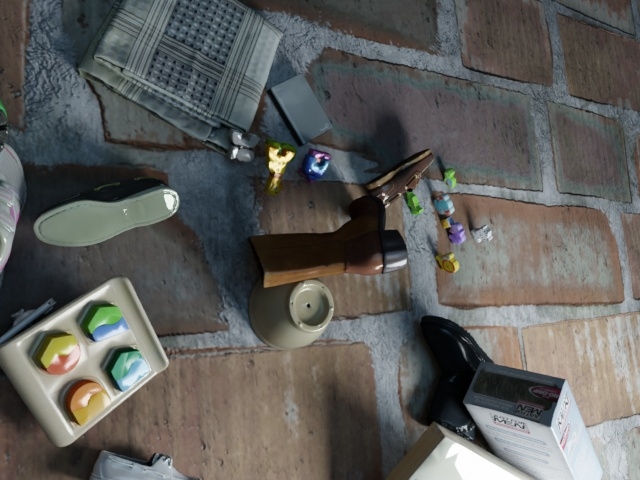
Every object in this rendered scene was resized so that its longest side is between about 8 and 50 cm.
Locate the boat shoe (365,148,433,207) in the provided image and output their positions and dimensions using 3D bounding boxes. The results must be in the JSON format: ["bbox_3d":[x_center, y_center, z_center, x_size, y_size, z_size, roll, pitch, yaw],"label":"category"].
[{"bbox_3d":[0.191,-0.142,1.265,0.207,0.073,0.073,-34,101,-25],"label":"boat shoe"}]

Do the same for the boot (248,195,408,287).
[{"bbox_3d":[0.000,0.000,1.087,0.280,0.264,0.096,-7,127,-9],"label":"boot"}]

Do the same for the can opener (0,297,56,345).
[{"bbox_3d":[-0.480,0.191,0.773,0.283,0.076,0.095,-46,104,-29],"label":"can opener"}]

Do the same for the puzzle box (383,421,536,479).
[{"bbox_3d":[0.296,0.561,1.123,0.409,0.052,0.272,35,98,-22],"label":"puzzle box"}]

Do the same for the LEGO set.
[{"bbox_3d":[-0.074,-0.138,1.075,0.227,0.087,0.093,8,113,-34],"label":"LEGO set"}]

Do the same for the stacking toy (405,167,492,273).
[{"bbox_3d":[0.317,-0.053,1.337,0.167,0.052,0.221,-33,98,-33],"label":"stacking toy"}]

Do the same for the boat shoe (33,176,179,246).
[{"bbox_3d":[-0.354,-0.052,0.907,0.227,0.068,0.081,-16,129,-29],"label":"boat shoe"}]

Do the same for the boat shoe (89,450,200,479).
[{"bbox_3d":[-0.271,0.375,0.882,0.184,0.066,0.063,17,73,-18],"label":"boat shoe"}]

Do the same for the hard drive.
[{"bbox_3d":[-0.042,-0.280,1.172,0.094,0.022,0.135,-37,101,-32],"label":"hard drive"}]

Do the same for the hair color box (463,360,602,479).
[{"bbox_3d":[0.472,0.432,1.196,0.113,0.185,0.374,-55,128,-29],"label":"hair color box"}]

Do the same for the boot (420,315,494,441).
[{"bbox_3d":[0.286,0.312,1.219,0.246,0.094,0.207,43,57,-25],"label":"boot"}]

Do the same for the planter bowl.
[{"bbox_3d":[-0.042,0.127,1.041,0.162,0.109,0.162,6,78,-31],"label":"planter bowl"}]

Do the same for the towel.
[{"bbox_3d":[-0.245,-0.363,1.042,0.312,0.056,0.324,27,68,-25],"label":"towel"}]

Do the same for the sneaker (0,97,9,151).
[{"bbox_3d":[-0.616,-0.155,0.743,0.343,0.146,0.134,-10,131,-23],"label":"sneaker"}]

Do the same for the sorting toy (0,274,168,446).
[{"bbox_3d":[-0.348,0.183,0.837,0.208,0.038,0.193,-36,121,-36],"label":"sorting toy"}]

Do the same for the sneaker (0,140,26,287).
[{"bbox_3d":[-0.485,-0.034,0.792,0.103,0.111,0.252,7,77,-31],"label":"sneaker"}]
